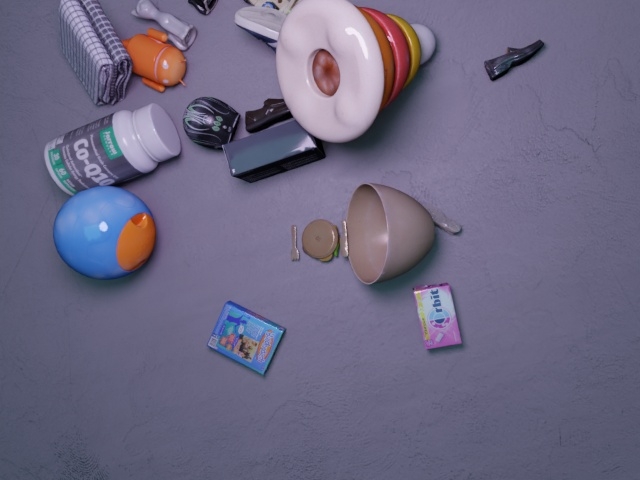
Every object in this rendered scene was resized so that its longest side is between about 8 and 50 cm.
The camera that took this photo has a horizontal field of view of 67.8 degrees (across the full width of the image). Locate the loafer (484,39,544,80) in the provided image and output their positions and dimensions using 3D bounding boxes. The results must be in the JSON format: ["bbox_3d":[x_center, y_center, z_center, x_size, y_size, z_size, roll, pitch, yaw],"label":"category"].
[{"bbox_3d":[0.556,-0.533,1.370,0.170,0.062,0.061,-29,83,7],"label":"loafer"}]

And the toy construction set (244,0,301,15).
[{"bbox_3d":[-0.137,-0.790,1.430,0.215,0.151,0.327,-46,75,8],"label":"toy construction set"}]

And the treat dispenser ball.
[{"bbox_3d":[-0.656,-0.023,1.461,0.288,0.288,0.288,0,92,9],"label":"treat dispenser ball"}]

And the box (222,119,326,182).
[{"bbox_3d":[-0.132,-0.265,1.423,0.261,0.184,0.103,-17,90,8],"label":"box"}]

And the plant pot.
[{"bbox_3d":[0.211,-0.023,1.361,0.191,0.284,0.284,-2,92,-20],"label":"plant pot"}]

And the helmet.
[{"bbox_3d":[-0.343,-0.364,1.471,0.162,0.169,0.169,20,95,-10],"label":"helmet"}]

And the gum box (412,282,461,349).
[{"bbox_3d":[0.348,0.221,1.431,0.107,0.062,0.188,-12,91,9],"label":"gum box"}]

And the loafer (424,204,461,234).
[{"bbox_3d":[0.359,-0.058,1.430,0.125,0.039,0.045,35,63,9],"label":"loafer"}]

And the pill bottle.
[{"bbox_3d":[-0.641,-0.284,1.489,0.361,0.204,0.204,-20,89,9],"label":"pill bottle"}]

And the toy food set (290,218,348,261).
[{"bbox_3d":[0.000,0.000,1.491,0.192,0.038,0.132,-4,85,22],"label":"toy food set"}]

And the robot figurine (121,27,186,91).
[{"bbox_3d":[-0.519,-0.568,1.497,0.220,0.128,0.158,24,90,7],"label":"robot figurine"}]

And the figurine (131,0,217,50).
[{"bbox_3d":[-0.464,-0.743,1.487,0.209,0.092,0.214,33,97,-3],"label":"figurine"}]

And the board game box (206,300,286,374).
[{"bbox_3d":[-0.238,0.311,1.532,0.210,0.047,0.160,26,95,7],"label":"board game box"}]

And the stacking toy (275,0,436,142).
[{"bbox_3d":[0.152,-0.485,1.285,0.351,0.480,0.350,28,132,36],"label":"stacking toy"}]

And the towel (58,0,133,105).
[{"bbox_3d":[-0.685,-0.575,1.464,0.121,0.284,0.235,-32,93,-28],"label":"towel"}]

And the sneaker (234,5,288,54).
[{"bbox_3d":[-0.093,-0.564,1.408,0.350,0.131,0.148,21,140,-3],"label":"sneaker"}]

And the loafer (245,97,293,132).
[{"bbox_3d":[-0.142,-0.408,1.470,0.220,0.080,0.078,-21,90,9],"label":"loafer"}]
